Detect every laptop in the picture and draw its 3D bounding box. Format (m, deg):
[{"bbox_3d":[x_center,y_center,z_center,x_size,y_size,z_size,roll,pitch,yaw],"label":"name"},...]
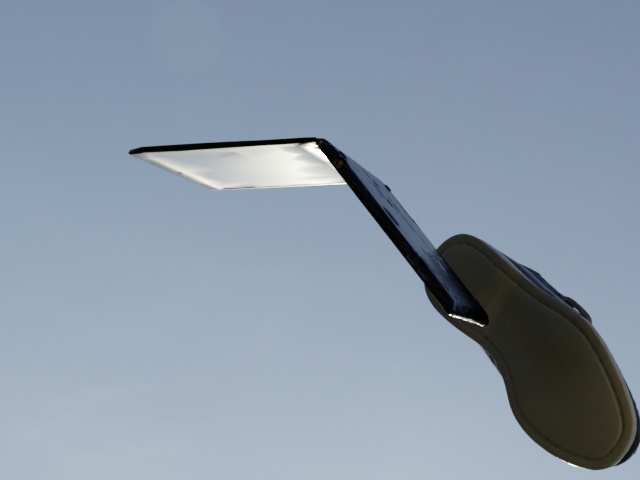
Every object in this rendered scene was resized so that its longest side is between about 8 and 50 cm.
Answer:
[{"bbox_3d":[0.000,0.000,1.236,0.264,0.136,0.234,53,7,12],"label":"laptop"}]

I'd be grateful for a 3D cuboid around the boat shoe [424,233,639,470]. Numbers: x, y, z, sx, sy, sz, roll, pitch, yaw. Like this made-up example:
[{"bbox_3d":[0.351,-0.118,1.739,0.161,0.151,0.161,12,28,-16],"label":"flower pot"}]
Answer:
[{"bbox_3d":[0.209,0.100,1.347,0.091,0.302,0.114,24,-66,-41],"label":"boat shoe"}]
